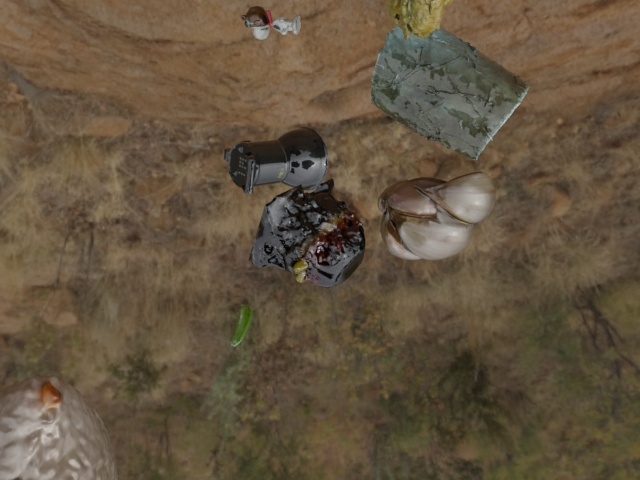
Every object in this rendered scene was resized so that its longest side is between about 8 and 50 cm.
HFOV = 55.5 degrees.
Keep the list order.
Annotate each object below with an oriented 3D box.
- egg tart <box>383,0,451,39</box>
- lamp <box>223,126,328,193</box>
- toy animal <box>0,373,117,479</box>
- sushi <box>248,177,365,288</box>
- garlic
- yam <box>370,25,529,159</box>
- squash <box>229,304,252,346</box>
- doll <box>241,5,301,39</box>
[{"bbox_3d":[0.122,-0.395,0.747,0.118,0.288,0.288,-15,148,2],"label":"egg tart"},{"bbox_3d":[-0.118,-0.175,1.348,0.227,0.172,0.147,-12,121,-42],"label":"lamp"},{"bbox_3d":[-0.307,0.282,0.619,0.188,0.226,0.358,13,125,-12],"label":"toy animal"},{"bbox_3d":[0.000,0.000,1.070,0.172,0.150,0.153,-30,154,-39],"label":"sushi"},{"bbox_3d":[0.212,-0.040,1.123,0.191,0.160,0.214,-14,-169,-39],"label":"garlic"},{"bbox_3d":[0.284,-0.355,1.407,0.348,0.241,0.241,35,148,13],"label":"yam"},{"bbox_3d":[-0.144,0.156,1.114,0.027,0.089,0.027,8,140,7],"label":"squash"},{"bbox_3d":[-0.076,-0.334,0.934,0.085,0.040,0.058,0,151,27],"label":"doll"}]
